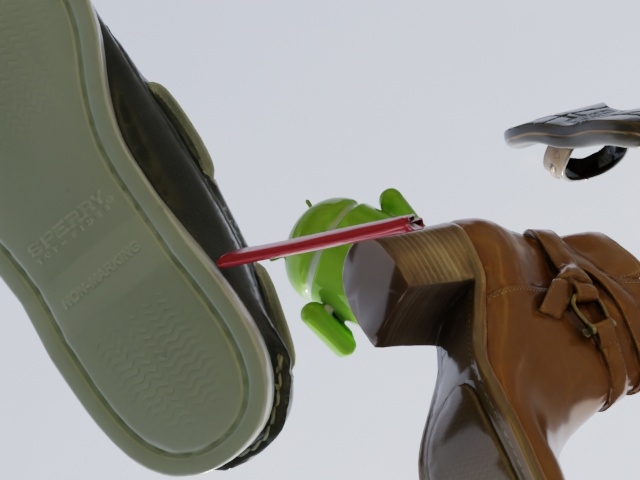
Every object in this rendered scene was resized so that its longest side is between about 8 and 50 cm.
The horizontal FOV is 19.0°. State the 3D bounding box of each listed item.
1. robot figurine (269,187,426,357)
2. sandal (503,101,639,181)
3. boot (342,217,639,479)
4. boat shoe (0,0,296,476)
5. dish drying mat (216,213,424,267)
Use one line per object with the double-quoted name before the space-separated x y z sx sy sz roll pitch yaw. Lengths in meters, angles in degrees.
"robot figurine" 0.029 0.017 1.109 0.115 0.067 0.101 26 -112 19
"sandal" 0.224 -0.078 1.572 0.090 0.219 0.060 -15 -80 -25
"boot" 0.112 0.067 0.873 0.152 0.073 0.197 -2 -124 -34
"boat shoe" -0.111 -0.031 0.856 0.114 0.091 0.303 -28 -97 11
"dish drying mat" 0.000 0.000 0.798 0.032 0.083 0.008 -16 -85 -75
